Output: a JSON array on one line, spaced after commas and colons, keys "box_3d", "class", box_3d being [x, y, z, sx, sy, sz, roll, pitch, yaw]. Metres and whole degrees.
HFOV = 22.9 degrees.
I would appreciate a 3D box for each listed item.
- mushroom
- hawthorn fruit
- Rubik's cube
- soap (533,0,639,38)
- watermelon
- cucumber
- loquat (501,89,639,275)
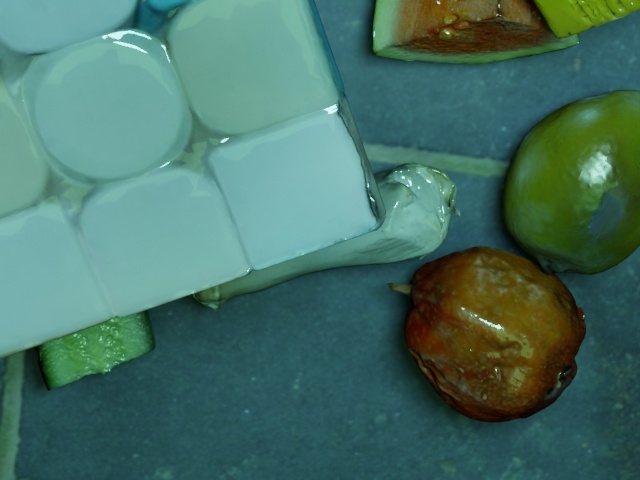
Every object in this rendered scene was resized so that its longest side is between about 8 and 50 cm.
[{"box_3d": [0.001, -0.001, 1.521, 0.278, 0.096, 0.099, -17, 114, 6], "class": "mushroom"}, {"box_3d": [0.169, 0.092, 1.542, 0.173, 0.173, 0.179, -35, 126, 10], "class": "hawthorn fruit"}, {"box_3d": [-0.172, -0.164, 1.290, 0.347, 0.344, 0.347, -18, 114, 1], "class": "Rubik's cube"}, {"box_3d": [0.281, -0.283, 1.350, 0.257, 0.160, 0.080, -44, 117, -5], "class": "soap"}, {"box_3d": [0.130, -0.225, 1.437, 0.145, 0.137, 0.193, -14, 120, 37], "class": "watermelon"}, {"box_3d": [-0.227, 0.075, 1.547, 0.116, 0.062, 0.115, -14, 117, -8], "class": "cucumber"}, {"box_3d": [0.257, -0.056, 1.500, 0.152, 0.152, 0.195, 21, 102, -15], "class": "loquat"}]
